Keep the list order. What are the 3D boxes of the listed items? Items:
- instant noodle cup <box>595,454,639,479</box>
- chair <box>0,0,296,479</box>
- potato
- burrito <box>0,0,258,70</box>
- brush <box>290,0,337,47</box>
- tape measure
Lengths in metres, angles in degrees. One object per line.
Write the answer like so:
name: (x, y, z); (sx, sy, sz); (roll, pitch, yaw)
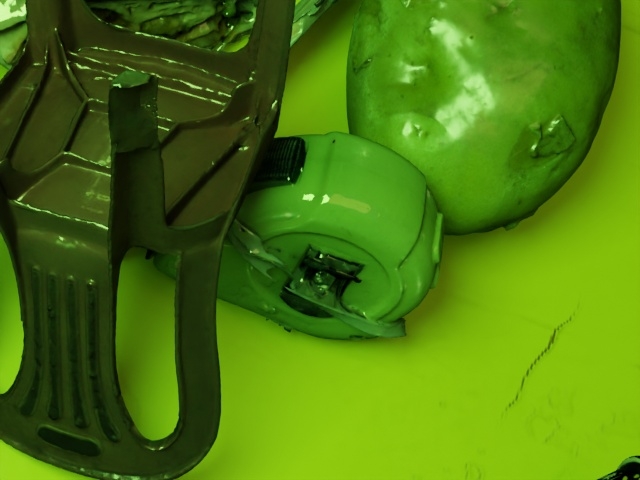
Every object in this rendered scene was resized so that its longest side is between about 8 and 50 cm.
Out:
instant noodle cup: (0.175, 0.228, 0.876); (0.122, 0.151, 0.151); (-15, 81, -11)
chair: (-0.116, -0.033, 0.764); (0.176, 0.326, 0.183); (16, 48, 8)
potato: (0.111, -0.123, 0.938); (0.186, 0.148, 0.253); (27, 77, 6)
burrito: (-0.201, -0.193, 0.853); (0.348, 0.107, 0.175); (35, 47, -12)
brush: (-0.043, -0.114, 0.920); (0.020, 0.085, 0.336); (43, 72, -11)
tape measure: (0.000, 0.000, 0.863); (0.177, 0.154, 0.087); (24, 49, -18)
